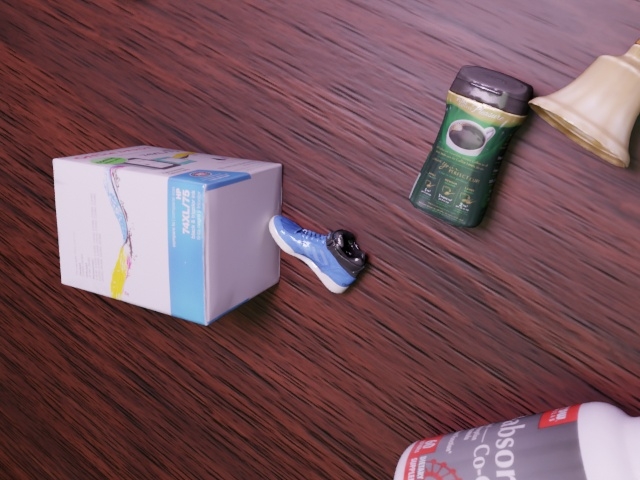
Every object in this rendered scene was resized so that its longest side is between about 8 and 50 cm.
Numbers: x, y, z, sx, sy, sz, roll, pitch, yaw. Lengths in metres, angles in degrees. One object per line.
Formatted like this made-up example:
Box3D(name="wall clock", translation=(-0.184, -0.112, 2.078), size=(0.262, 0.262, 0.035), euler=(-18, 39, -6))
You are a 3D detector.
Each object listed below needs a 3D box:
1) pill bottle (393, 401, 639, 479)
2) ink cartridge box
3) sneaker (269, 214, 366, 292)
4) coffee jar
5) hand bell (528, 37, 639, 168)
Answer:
Box3D(name="pill bottle", translation=(0.288, 0.314, 0.709), size=(0.363, 0.210, 0.210), euler=(-25, 91, 29))
Box3D(name="ink cartridge box", translation=(-0.223, -0.024, 0.885), size=(0.270, 0.198, 0.197), euler=(11, 109, 24))
Box3D(name="sneaker", translation=(0.000, 0.000, 0.855), size=(0.152, 0.058, 0.084), euler=(44, 124, 5))
Box3D(name="coffee jar", translation=(0.183, -0.114, 0.721), size=(0.096, 0.079, 0.184), euler=(27, 115, 21))
Box3D(name="hand bell", translation=(0.346, -0.209, 0.612), size=(0.126, 0.126, 0.242), euler=(39, 106, 13))
